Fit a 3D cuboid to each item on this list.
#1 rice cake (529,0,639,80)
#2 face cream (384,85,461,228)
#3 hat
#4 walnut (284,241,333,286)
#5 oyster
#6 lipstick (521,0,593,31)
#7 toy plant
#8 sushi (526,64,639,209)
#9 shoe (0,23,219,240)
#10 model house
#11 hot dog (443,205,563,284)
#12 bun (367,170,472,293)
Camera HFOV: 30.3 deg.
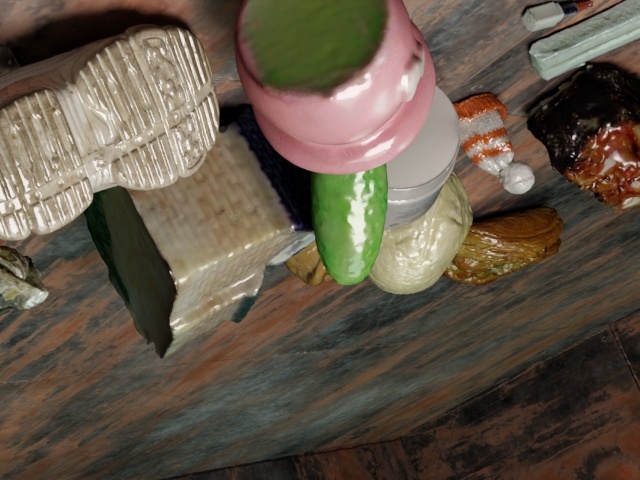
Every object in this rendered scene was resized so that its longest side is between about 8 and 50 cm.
[{"bbox_3d":[0.401,-0.291,1.652,0.226,0.040,0.085,-24,160,10],"label":"rice cake"},{"bbox_3d":[0.091,-0.118,1.598,0.177,0.177,0.153,-16,162,-12],"label":"face cream"},{"bbox_3d":[0.256,-0.134,1.752,0.093,0.162,0.112,-38,159,34],"label":"hat"},{"bbox_3d":[0.000,0.000,1.892,0.166,0.149,0.166,8,164,2],"label":"walnut"},{"bbox_3d":[-0.518,0.084,1.607,0.351,0.158,0.162,-14,-161,21],"label":"oyster"},{"bbox_3d":[0.318,-0.302,1.562,0.107,0.025,0.025,-18,162,-22],"label":"lipstick"},{"bbox_3d":[0.019,-0.144,1.336,0.210,0.317,0.356,10,165,9],"label":"toy plant"},{"bbox_3d":[0.466,-0.151,1.895,0.196,0.182,0.343,-24,159,32],"label":"sushi"},{"bbox_3d":[-0.275,-0.130,1.249,0.198,0.172,0.351,10,-153,41],"label":"shoe"},{"bbox_3d":[-0.137,-0.022,1.567,0.284,0.243,0.298,-22,167,-22],"label":"model house"},{"bbox_3d":[0.343,0.011,2.304,0.272,0.122,0.196,-11,166,-31],"label":"hot dog"},{"bbox_3d":[0.158,-0.031,1.839,0.153,0.244,0.244,10,164,9],"label":"bun"}]
